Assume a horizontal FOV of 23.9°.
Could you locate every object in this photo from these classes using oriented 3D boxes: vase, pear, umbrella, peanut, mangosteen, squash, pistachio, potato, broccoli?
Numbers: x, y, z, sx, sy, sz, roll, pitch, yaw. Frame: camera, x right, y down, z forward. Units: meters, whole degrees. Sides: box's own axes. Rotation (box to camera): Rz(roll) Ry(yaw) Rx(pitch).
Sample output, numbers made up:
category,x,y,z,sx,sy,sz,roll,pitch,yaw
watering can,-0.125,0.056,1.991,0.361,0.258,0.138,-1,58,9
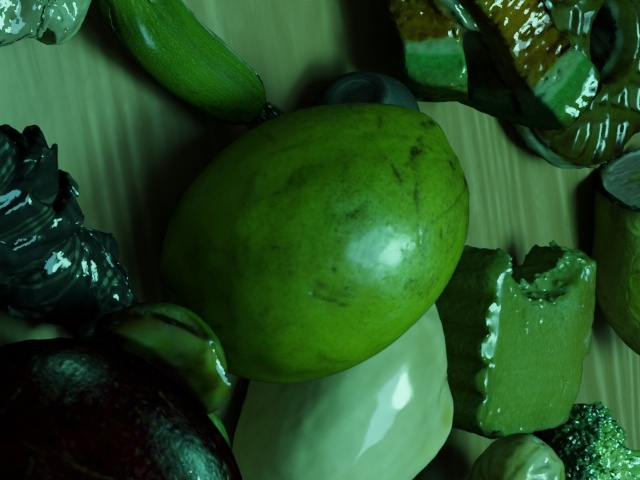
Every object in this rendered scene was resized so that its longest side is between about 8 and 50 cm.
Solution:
category,x,y,z,sx,sy,sz,roll,pitch,yaw
vase,0.056,-0.096,1.610,0.120,0.120,0.183,-58,149,-24
pear,0.000,0.000,1.432,0.307,0.253,0.253,-23,119,-16
umbrella,-0.236,-0.006,1.275,0.154,0.128,0.336,-54,146,3
peanut,0.232,0.280,1.773,0.263,0.117,0.101,33,37,-77
mangosteen,-0.195,0.218,1.226,0.330,0.330,0.330,-14,109,-48
squash,-0.129,-0.178,1.377,0.080,0.071,0.318,-30,147,9
pistachio,0.021,0.177,1.574,0.318,0.214,0.193,-55,178,-17
potato,0.471,0.034,2.046,0.229,0.229,0.266,-26,120,-44
broccoli,0.335,0.315,1.959,0.176,0.198,0.226,22,98,-35

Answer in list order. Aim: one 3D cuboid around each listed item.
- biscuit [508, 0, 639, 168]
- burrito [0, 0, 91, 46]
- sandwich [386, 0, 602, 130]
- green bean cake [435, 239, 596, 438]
category,x,y,z,sx,sy,sz,roll,pitch,yaw
biscuit,0.332,-0.256,1.900,0.332,0.103,0.332,-16,111,-47
burrito,-0.239,-0.317,1.213,0.175,0.107,0.348,-2,102,-63
sandwich,0.142,-0.225,1.592,0.162,0.250,0.301,-43,126,-14
green bean cake,0.221,0.112,1.834,0.236,0.124,0.233,2,98,-50
